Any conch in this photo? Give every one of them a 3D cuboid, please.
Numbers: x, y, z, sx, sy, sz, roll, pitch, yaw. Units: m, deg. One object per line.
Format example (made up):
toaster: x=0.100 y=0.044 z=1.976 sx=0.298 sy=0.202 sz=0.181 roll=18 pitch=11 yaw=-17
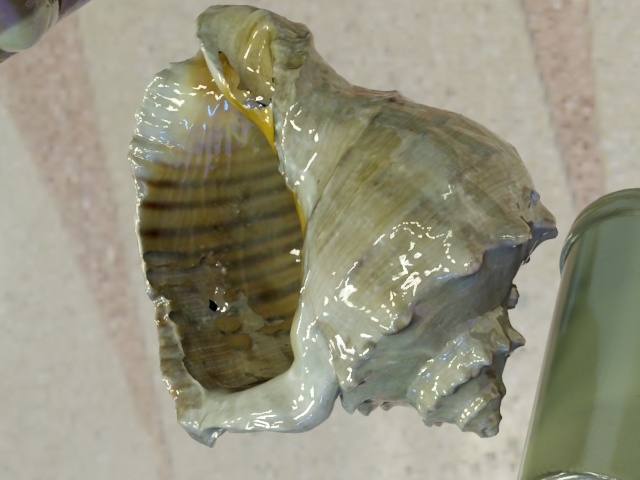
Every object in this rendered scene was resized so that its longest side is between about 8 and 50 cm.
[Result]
conch: x=0.006 y=0.006 z=1.151 sx=0.263 sy=0.186 sz=0.324 roll=-38 pitch=50 yaw=11

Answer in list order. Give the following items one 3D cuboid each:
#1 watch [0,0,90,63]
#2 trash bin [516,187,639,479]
watch: x=-0.275 y=-0.313 z=1.413 sx=0.314 sy=0.335 sz=0.327 roll=-23 pitch=106 yaw=40
trash bin: x=0.198 y=0.131 z=1.173 sx=0.121 sy=0.247 sz=0.243 roll=4 pitch=132 yaw=17
